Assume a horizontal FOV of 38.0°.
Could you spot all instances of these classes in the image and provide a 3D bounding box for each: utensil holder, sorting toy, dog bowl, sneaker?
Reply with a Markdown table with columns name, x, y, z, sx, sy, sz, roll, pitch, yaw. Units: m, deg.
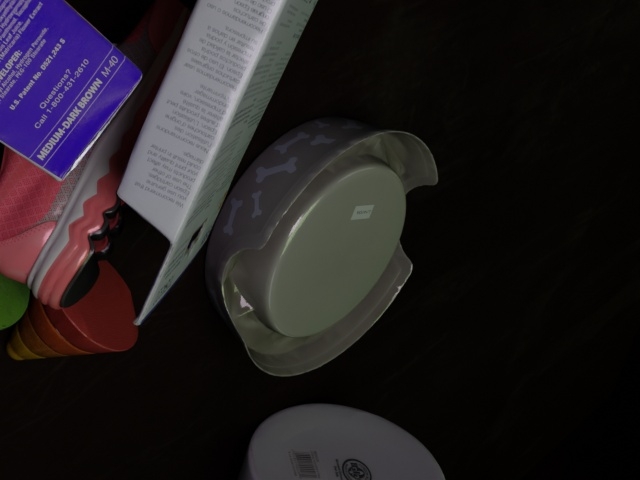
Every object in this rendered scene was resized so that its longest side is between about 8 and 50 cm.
| name | x | y | z | sx | sy | sz | roll | pitch | yaw |
| --- | --- | --- | --- | --- | --- | --- | --- | --- | --- |
| utensil holder | 0.001 | 0.495 | 1.435 | 0.328 | 0.328 | 0.385 | -15 | 129 | -47 |
| sorting toy | -0.328 | 0.053 | 0.826 | 0.126 | 0.127 | 0.365 | -33 | 151 | 20 |
| dog bowl | 0.000 | 0.000 | 1.184 | 0.349 | 0.102 | 0.348 | -35 | 143 | -31 |
| sneaker | -0.206 | -0.104 | 0.803 | 0.116 | 0.136 | 0.313 | 123 | -10 | -69 |

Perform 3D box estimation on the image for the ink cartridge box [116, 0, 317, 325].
| name | x | y | z | sx | sy | sz | roll | pitch | yaw |
| --- | --- | --- | --- | --- | --- | --- | --- | --- | --- |
| ink cartridge box | -0.089 | -0.122 | 0.828 | 0.330 | 0.071 | 0.324 | -63 | -177 | 11 |

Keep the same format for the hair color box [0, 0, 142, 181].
| name | x | y | z | sx | sy | sz | roll | pitch | yaw |
| --- | --- | --- | --- | --- | --- | --- | --- | --- | --- |
| hair color box | -0.280 | -0.181 | 0.561 | 0.110 | 0.185 | 0.339 | -54 | 149 | -2 |
